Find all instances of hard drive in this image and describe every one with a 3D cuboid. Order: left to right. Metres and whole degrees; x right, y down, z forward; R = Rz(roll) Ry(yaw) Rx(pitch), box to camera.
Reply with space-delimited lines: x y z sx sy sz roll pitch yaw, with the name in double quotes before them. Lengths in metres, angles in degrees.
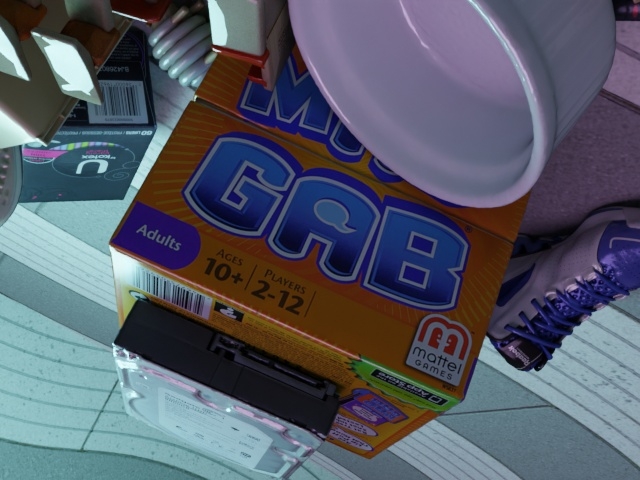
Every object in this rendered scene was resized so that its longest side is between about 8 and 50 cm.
"hard drive" -0.117 0.193 0.949 0.237 0.064 0.339 24 154 -1

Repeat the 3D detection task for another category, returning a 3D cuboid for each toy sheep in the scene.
"toy sheep" -0.155 -0.230 0.971 0.132 0.091 0.091 55 147 -7

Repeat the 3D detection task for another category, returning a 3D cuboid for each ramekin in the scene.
"ramekin" 0.115 -0.176 0.705 0.277 0.135 0.277 39 159 18

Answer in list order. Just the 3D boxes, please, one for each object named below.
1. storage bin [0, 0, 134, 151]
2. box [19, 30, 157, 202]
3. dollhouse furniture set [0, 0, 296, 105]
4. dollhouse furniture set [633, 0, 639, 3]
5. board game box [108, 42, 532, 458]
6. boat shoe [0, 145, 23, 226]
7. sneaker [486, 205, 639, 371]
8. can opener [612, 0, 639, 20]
"storage bin" -0.352 -0.271 0.858 0.123 0.260 0.262 -1 145 42
"box" -0.336 -0.161 1.117 0.165 0.143 0.270 -3 164 -23
"dollhouse furniture set" -0.156 -0.239 0.761 0.259 0.262 0.135 19 156 8
"dollhouse furniture set" 0.306 -0.171 0.592 0.144 0.123 0.151 -19 114 28
"board game box" 0.000 0.000 0.962 0.357 0.356 0.356 24 154 -1
"boat shoe" -0.511 -0.224 1.009 0.500 0.187 0.156 59 168 6
"sneaker" 0.312 0.080 1.051 0.127 0.182 0.316 35 152 -24
"can opener" 0.267 -0.209 0.689 0.186 0.059 0.073 13 151 22
